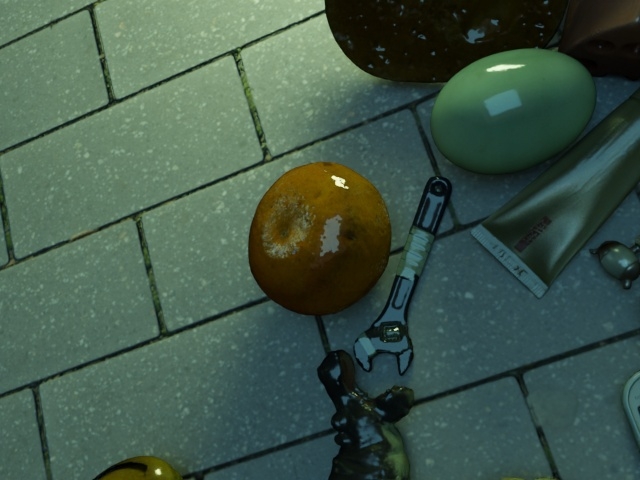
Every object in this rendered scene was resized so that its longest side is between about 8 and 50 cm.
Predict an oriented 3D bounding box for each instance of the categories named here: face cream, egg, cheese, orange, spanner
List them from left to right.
[{"bbox_3d":[0.000,0.000,1.030,0.224,0.170,0.223,-13,68,35],"label":"orange"},{"bbox_3d":[0.136,0.051,1.057,0.087,0.024,0.315,19,81,18],"label":"spanner"},{"bbox_3d":[0.269,-0.181,0.998,0.231,0.168,0.168,-18,72,8],"label":"egg"},{"bbox_3d":[0.379,-0.086,0.997,0.137,0.084,0.341,45,98,11],"label":"face cream"},{"bbox_3d":[0.429,-0.310,1.023,0.177,0.203,0.128,7,81,49],"label":"cheese"}]

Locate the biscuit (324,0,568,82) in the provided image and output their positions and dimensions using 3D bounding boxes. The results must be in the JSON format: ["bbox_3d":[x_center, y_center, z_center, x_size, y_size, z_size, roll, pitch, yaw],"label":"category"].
[{"bbox_3d":[0.178,-0.392,1.051,0.368,0.063,0.314,2,114,22],"label":"biscuit"}]

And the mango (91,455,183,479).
[{"bbox_3d":[-0.293,0.418,1.025,0.236,0.136,0.166,-45,65,-5],"label":"mango"}]

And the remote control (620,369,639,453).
[{"bbox_3d":[0.455,0.281,0.894,0.087,0.047,0.244,-19,72,14],"label":"remote control"}]

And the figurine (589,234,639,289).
[{"bbox_3d":[0.464,0.020,0.929,0.206,0.103,0.260,5,68,15],"label":"figurine"}]

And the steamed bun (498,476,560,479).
[{"bbox_3d":[0.267,0.471,0.807,0.325,0.230,0.372,14,78,15],"label":"steamed bun"}]

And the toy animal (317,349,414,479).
[{"bbox_3d":[0.070,0.322,0.962,0.169,0.106,0.342,1,74,14],"label":"toy animal"}]
